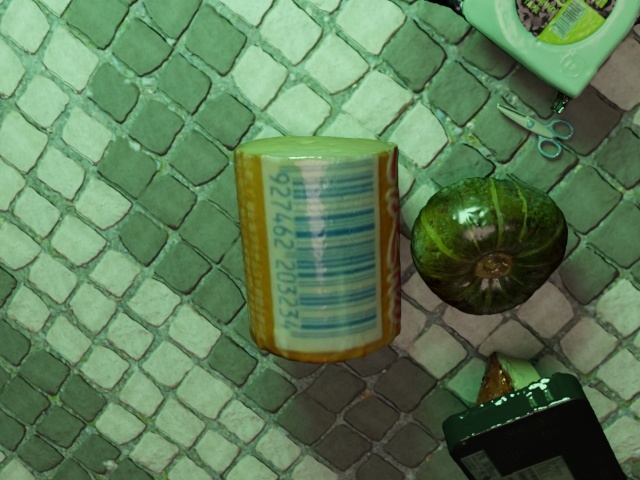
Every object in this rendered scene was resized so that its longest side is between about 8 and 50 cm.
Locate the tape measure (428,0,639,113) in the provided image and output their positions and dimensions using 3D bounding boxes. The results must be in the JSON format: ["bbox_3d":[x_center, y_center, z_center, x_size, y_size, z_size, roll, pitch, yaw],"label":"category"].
[{"bbox_3d":[0.249,-0.352,0.854,0.351,0.098,0.215,33,110,-11],"label":"tape measure"}]

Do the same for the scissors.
[{"bbox_3d":[0.307,-0.167,0.954,0.119,0.014,0.058,27,108,-5],"label":"scissors"}]

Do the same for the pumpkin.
[{"bbox_3d":[0.232,0.002,0.951,0.218,0.162,0.219,0,132,0],"label":"pumpkin"}]

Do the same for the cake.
[{"bbox_3d":[0.297,0.301,1.045,0.086,0.117,0.221,9,106,-4],"label":"cake"}]

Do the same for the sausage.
[{"bbox_3d":[0.000,0.000,0.937,0.232,0.233,0.287,-2,107,8],"label":"sausage"}]

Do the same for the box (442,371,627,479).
[{"bbox_3d":[0.343,0.346,1.012,0.211,0.058,0.350,-26,126,16],"label":"box"}]
